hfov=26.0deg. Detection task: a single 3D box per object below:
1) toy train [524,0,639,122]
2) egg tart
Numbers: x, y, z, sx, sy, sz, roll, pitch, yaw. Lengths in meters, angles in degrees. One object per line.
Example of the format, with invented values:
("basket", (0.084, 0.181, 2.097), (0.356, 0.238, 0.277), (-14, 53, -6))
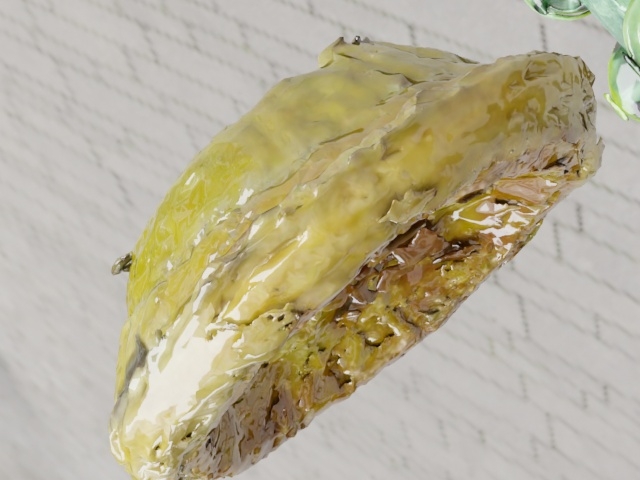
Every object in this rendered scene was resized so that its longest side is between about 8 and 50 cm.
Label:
("toy train", (0.267, -0.218, 1.072), (0.272, 0.188, 0.159), (49, 179, 10))
("egg tart", (0.000, 0.000, 0.648), (0.115, 0.290, 0.290), (49, 160, 13))
